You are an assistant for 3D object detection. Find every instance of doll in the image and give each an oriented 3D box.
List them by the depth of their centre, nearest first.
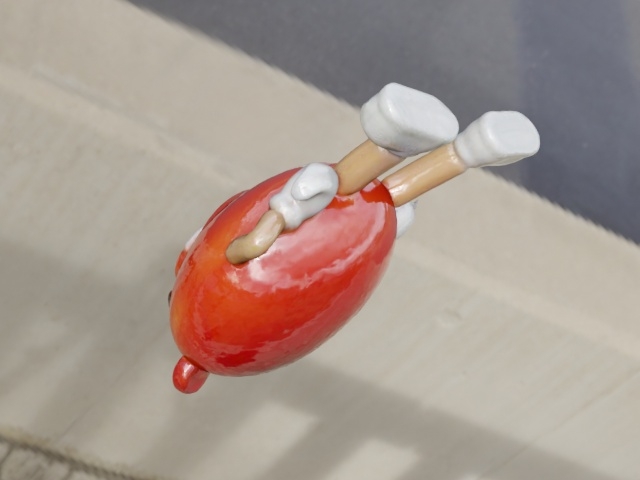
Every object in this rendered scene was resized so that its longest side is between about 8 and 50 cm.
[{"bbox_3d":[0.000,0.000,0.700,0.085,0.217,0.183,55,25,19],"label":"doll"}]
